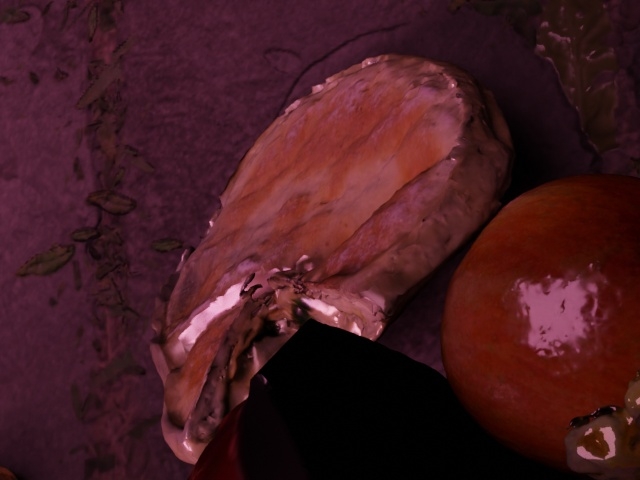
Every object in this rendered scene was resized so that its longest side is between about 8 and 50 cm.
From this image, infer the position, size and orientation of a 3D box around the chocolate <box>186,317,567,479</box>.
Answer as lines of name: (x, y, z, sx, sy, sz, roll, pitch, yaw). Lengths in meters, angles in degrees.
chocolate: (0.009, 0.280, 1.085, 0.331, 0.383, 0.384, -45, 56, 14)

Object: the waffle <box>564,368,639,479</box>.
waffle: (0.260, 0.128, 1.072, 0.223, 0.204, 0.054, -39, 22, 3)

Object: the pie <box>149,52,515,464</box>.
pie: (0.000, 0.000, 1.289, 0.337, 0.075, 0.337, -41, 24, 23)

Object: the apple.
apple: (0.171, 0.044, 1.148, 0.173, 0.195, 0.160, 32, 138, 21)

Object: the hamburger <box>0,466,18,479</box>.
hamburger: (-0.279, 0.239, 1.465, 0.147, 0.083, 0.138, -35, 64, 24)
